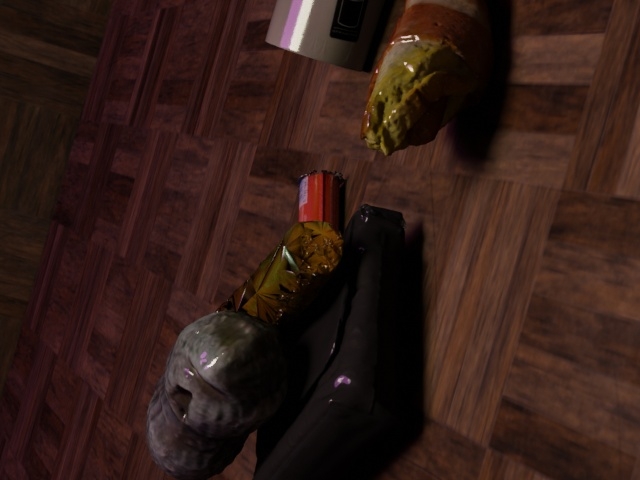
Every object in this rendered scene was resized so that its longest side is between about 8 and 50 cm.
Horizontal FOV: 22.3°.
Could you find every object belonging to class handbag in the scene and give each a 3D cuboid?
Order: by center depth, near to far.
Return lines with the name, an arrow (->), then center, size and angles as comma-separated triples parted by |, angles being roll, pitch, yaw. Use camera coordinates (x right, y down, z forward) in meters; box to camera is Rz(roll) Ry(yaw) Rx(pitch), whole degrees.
handbag -> 0.011, 0.115, 1.437 | 0.247, 0.080, 0.223 | 126, 160, -49

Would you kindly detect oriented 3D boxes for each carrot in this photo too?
carrot -> -0.043, 0.051, 1.438 | 0.229, 0.069, 0.069 | 131, 149, -56

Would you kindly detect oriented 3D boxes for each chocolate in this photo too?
chocolate -> -0.094, 0.137, 1.435 | 0.248, 0.110, 0.110 | 129, 151, -57

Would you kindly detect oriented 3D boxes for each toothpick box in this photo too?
toothpick box -> 0.019, -0.273, 1.651 | 0.111, 0.111, 0.181 | -139, 65, -69

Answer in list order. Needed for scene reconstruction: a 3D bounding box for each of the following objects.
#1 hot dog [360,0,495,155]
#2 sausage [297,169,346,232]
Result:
hot dog -> 0.100, -0.154, 1.374 | 0.123, 0.093, 0.261 | 119, 173, -55
sausage -> 0.000, 0.000, 1.599 | 0.048, 0.050, 0.145 | 86, -175, -57
